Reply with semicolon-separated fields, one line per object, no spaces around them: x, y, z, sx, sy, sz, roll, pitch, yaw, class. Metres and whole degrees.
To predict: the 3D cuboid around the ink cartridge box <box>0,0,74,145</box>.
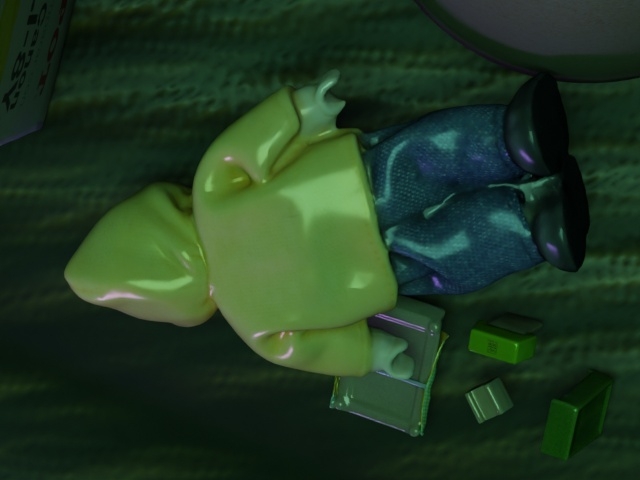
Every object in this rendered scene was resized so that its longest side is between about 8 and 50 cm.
-0.216;-0.182;0.845;0.160;0.385;0.279;16;100;2;ink cartridge box

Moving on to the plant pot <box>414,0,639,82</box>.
0.134;-0.197;0.852;0.256;0.274;0.256;1;98;7;plant pot

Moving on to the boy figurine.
0.000;0.000;0.970;0.285;0.092;0.177;-14;109;21;boy figurine

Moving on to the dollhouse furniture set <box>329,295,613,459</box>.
0.086;0.076;1.025;0.151;0.058;0.076;17;108;24;dollhouse furniture set
